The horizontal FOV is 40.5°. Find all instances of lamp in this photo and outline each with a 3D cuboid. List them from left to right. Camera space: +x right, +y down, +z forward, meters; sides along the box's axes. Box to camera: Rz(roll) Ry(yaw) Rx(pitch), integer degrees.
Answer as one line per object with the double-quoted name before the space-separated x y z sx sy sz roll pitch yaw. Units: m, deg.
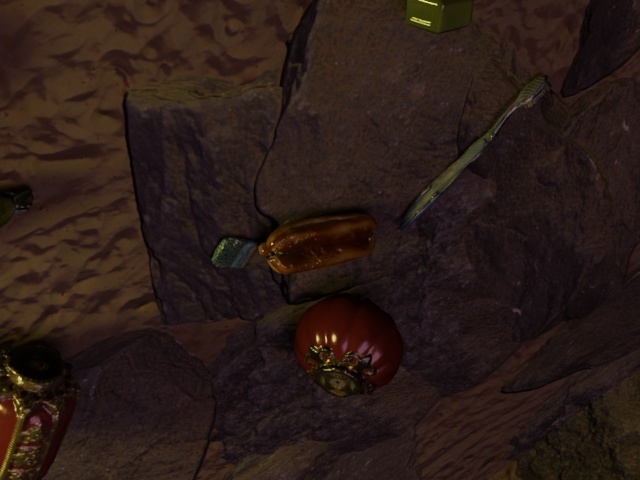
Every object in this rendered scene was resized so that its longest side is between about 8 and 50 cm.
"lamp" -0.517 0.308 1.485 0.177 0.177 0.274 7 120 -38
"lamp" 0.059 0.208 1.766 0.226 0.227 0.227 -18 135 -20

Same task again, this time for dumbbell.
"dumbbell" 0.192 -0.468 1.325 0.108 0.121 0.302 -43 146 -39

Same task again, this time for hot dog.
"hot dog" 0.000 0.000 1.638 0.249 0.068 0.100 -10 109 -33

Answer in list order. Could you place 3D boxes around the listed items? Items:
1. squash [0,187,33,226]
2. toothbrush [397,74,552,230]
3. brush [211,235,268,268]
"squash" -0.569 -0.001 1.258 0.318 0.071 0.080 -31 179 -11
"toothbrush" 0.299 -0.169 1.712 0.413 0.035 0.042 -45 140 9
"brush" -0.113 0.033 1.626 0.196 0.021 0.070 13 120 -41
